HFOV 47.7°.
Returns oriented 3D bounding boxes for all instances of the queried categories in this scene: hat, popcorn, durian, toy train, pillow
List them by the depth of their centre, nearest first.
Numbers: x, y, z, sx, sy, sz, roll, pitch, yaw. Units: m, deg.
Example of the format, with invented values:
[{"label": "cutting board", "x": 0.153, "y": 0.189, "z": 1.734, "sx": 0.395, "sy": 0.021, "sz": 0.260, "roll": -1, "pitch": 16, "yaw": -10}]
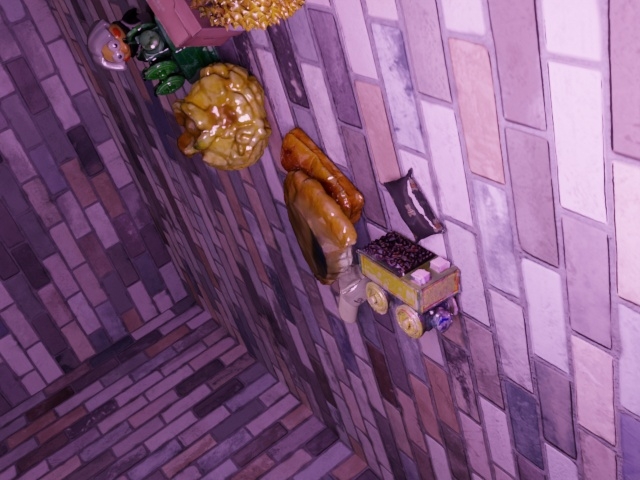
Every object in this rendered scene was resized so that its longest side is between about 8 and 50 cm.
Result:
[{"label": "durian", "x": -0.146, "y": -0.526, "z": 1.313, "sx": 0.258, "sy": 0.258, "sz": 0.293, "roll": 23, "pitch": 130, "yaw": 56}, {"label": "pillow", "x": 0.189, "y": -0.067, "z": 1.474, "sx": 0.150, "sy": 0.048, "sz": 0.090, "roll": 61, "pitch": 162, "yaw": -4}, {"label": "toy train", "x": 0.194, "y": 0.095, "z": 1.591, "sx": 0.261, "sy": 0.134, "sz": 0.178, "roll": 33, "pitch": 141, "yaw": 45}, {"label": "toy train", "x": -0.372, "y": -0.479, "z": 1.833, "sx": 0.145, "sy": 0.201, "sz": 0.266, "roll": 63, "pitch": 179, "yaw": 7}, {"label": "popcorn", "x": -0.243, "y": -0.306, "z": 1.835, "sx": 0.257, "sy": 0.270, "sz": 0.224, "roll": 32, "pitch": -163, "yaw": -21}, {"label": "hat", "x": 0.086, "y": 0.134, "z": 1.882, "sx": 0.081, "sy": 0.122, "sz": 0.166, "roll": 9, "pitch": 95, "yaw": 33}]

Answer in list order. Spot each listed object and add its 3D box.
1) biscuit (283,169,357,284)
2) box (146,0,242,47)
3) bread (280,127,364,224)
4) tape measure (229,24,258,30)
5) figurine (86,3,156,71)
[{"label": "biscuit", "x": 0.000, "y": 0.000, "z": 1.719, "sx": 0.329, "sy": 0.078, "sz": 0.335, "roll": 48, "pitch": 158, "yaw": 47}, {"label": "box", "x": -0.295, "y": -0.545, "z": 1.638, "sx": 0.086, "sy": 0.215, "sz": 0.215, "roll": -30, "pitch": 93, "yaw": 29}, {"label": "bread", "x": -0.002, "y": -0.150, "z": 1.742, "sx": 0.271, "sy": 0.077, "sz": 0.139, "roll": 51, "pitch": 156, "yaw": 23}, {"label": "tape measure", "x": -0.177, "y": -0.538, "z": 1.545, "sx": 0.178, "sy": 0.105, "sz": 0.196, "roll": 67, "pitch": 158, "yaw": -4}, {"label": "figurine", "x": -0.567, "y": -0.588, "z": 2.135, "sx": 0.133, "sy": 0.236, "sz": 0.176, "roll": 35, "pitch": 149, "yaw": 44}]
